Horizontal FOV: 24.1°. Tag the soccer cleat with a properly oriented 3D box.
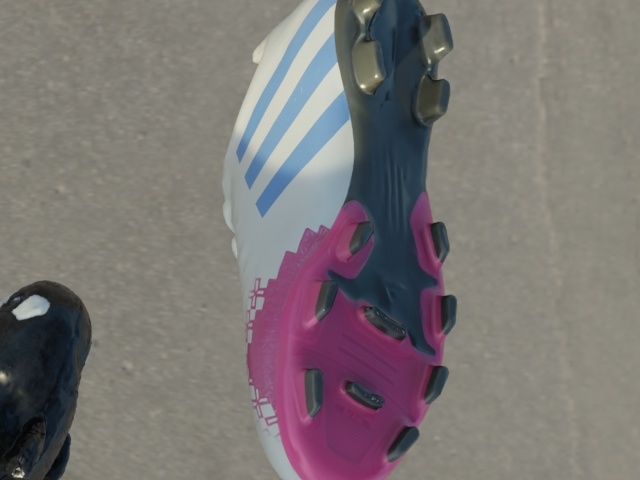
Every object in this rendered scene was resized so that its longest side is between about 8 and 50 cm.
[{"bbox_3d":[0.000,0.000,0.867,0.116,0.143,0.331,29,56,-33],"label":"soccer cleat"}]

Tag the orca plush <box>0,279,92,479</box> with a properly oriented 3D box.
[{"bbox_3d":[-0.237,0.142,1.000,0.287,0.102,0.151,-42,111,-31],"label":"orca plush"}]
